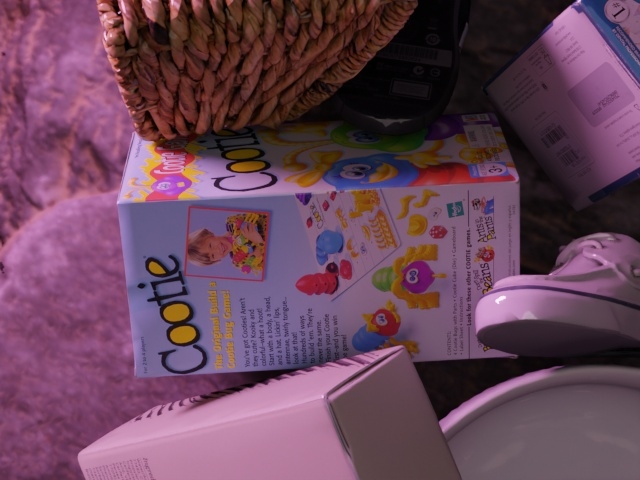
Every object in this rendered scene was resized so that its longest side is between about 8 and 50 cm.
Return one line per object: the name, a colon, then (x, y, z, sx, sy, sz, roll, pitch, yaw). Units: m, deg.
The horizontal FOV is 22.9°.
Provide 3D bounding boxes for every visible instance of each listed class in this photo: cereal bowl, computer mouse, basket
cereal bowl: (0.194, 0.257, 1.173, 0.339, 0.141, 0.339, 0, 88, 0)
computer mouse: (0.102, -0.173, 1.202, 0.184, 0.060, 0.262, 5, 59, 2)
basket: (-0.055, -0.236, 1.146, 0.223, 0.213, 0.299, -13, 70, -2)

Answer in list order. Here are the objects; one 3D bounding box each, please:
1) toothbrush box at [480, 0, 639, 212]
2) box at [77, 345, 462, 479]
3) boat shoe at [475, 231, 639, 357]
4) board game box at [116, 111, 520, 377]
toothbrush box: (0.287, -0.169, 1.124, 0.295, 0.216, 0.126, -38, 89, -16)
box: (-0.043, 0.161, 1.115, 0.275, 0.094, 0.113, -17, 98, 43)
boat shoe: (0.196, 0.036, 1.115, 0.095, 0.258, 0.084, -17, 74, 39)
board game box: (0.000, 0.000, 1.160, 0.275, 0.142, 0.144, -3, 115, -1)
